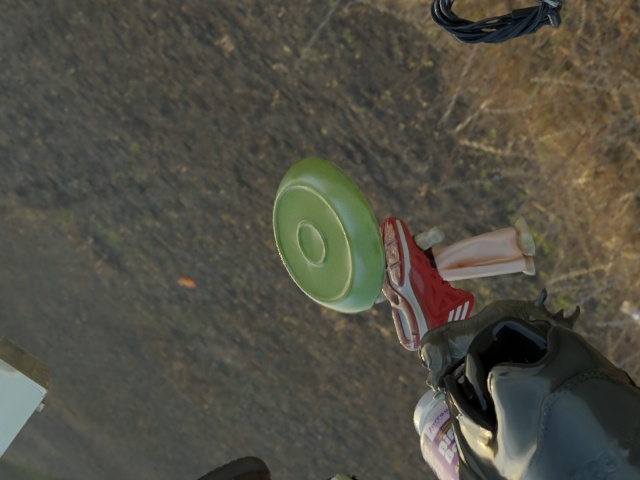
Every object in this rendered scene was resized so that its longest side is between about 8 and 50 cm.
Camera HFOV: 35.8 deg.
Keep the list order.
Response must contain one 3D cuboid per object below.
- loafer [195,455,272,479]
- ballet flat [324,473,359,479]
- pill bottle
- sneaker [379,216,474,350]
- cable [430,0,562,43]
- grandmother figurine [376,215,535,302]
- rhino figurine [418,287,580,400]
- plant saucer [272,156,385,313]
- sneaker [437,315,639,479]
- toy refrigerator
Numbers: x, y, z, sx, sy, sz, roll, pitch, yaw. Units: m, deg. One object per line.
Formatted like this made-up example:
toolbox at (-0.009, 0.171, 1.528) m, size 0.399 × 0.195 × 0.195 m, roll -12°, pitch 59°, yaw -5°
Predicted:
loafer at (-0.202, 0.430, 1.386) m, size 0.130 × 0.366 × 0.134 m, roll 45°, pitch 146°, yaw 33°
ballet flat at (-0.001, 0.216, 0.829) m, size 0.041 × 0.041 × 0.114 m, roll 25°, pitch -167°, yaw 30°
pill bottle at (0.273, 0.366, 1.719) m, size 0.169 × 0.169 × 0.301 m, roll 51°, pitch 177°, yaw -24°
sneaker at (0.171, 0.066, 1.614) m, size 0.087 × 0.128 × 0.221 m, roll -31°, pitch 66°, yaw 59°
cable at (0.242, -0.325, 1.379) m, size 0.184 × 0.047 × 0.150 m, roll 1°, pitch 164°, yaw 15°
grandmother figurine at (0.200, 0.045, 1.737) m, size 0.208 × 0.342 × 0.104 m, roll 72°, pitch -175°, yaw -46°
rhino figurine at (0.249, 0.135, 1.371) m, size 0.073 × 0.243 × 0.106 m, roll 75°, pitch 172°, yaw -59°
plant saucer at (0.000, 0.000, 1.435) m, size 0.241 × 0.037 × 0.241 m, roll 32°, pitch 133°, yaw 42°
sneaker at (0.115, 0.102, 0.503) m, size 0.130 × 0.109 × 0.286 m, roll 54°, pitch 168°, yaw 9°
toy refrigerator at (-0.426, 0.205, 1.335) m, size 0.094 × 0.102 × 0.269 m, roll 37°, pitch 170°, yaw -11°
